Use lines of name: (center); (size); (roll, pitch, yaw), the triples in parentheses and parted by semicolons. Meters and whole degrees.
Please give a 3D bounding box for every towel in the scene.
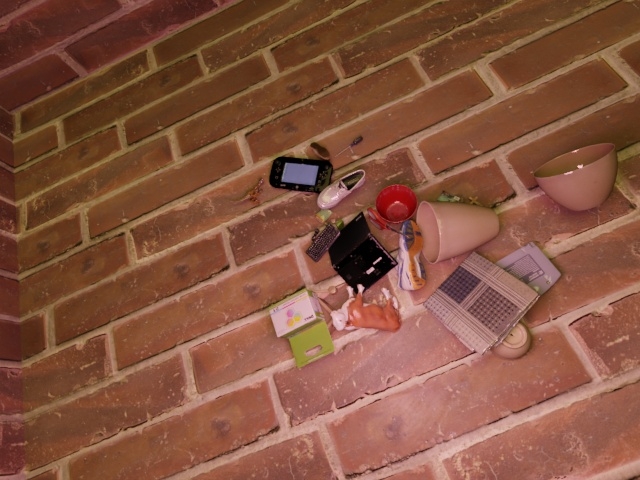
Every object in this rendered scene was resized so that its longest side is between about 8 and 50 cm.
towel: (0.601, 0.235, 1.551); (0.312, 0.056, 0.324); (-47, 42, 2)

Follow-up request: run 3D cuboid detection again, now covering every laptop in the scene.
laptop: (0.173, 0.056, 1.766); (0.264, 0.136, 0.234); (48, 113, 2)

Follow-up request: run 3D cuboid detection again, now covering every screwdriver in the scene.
screwdriver: (0.140, -0.460, 2.026); (0.170, 0.024, 0.025); (-39, 94, 4)

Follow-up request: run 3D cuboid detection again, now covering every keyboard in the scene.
keyboard: (0.000, 0.000, 1.847); (0.108, 0.023, 0.180); (44, 103, 24)

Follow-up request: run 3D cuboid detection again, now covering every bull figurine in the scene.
bull figurine: (0.179, 0.279, 1.631); (0.310, 0.101, 0.189); (11, 69, -17)

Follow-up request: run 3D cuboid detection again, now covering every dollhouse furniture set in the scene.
dollhouse furniture set: (0.039, -0.104, 1.887); (0.151, 0.058, 0.076); (38, 82, 24)

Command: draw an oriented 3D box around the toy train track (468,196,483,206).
toy train track: (0.680, -0.160, 1.773); (0.048, 0.014, 0.083); (-42, 71, -12)

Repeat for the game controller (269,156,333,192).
game controller: (-0.097, -0.322, 2.003); (0.318, 0.067, 0.167); (9, 72, 18)

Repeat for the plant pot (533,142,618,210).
plant pot: (1.020, -0.230, 1.600); (0.284, 0.284, 0.191); (-29, 101, 2)

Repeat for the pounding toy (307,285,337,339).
pounding toy: (0.011, 0.284, 1.716); (0.181, 0.094, 0.206); (40, 92, 29)

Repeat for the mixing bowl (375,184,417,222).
mixing bowl: (0.337, -0.145, 1.806); (0.181, 0.098, 0.182); (-5, 68, 11)

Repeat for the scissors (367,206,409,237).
scissors: (0.291, -0.052, 1.732); (0.021, 0.109, 0.297); (-35, 43, -12)

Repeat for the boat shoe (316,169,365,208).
boat shoe: (0.098, -0.242, 1.894); (0.267, 0.088, 0.096); (-30, 81, -6)

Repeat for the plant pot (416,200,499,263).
plant pot: (0.563, -0.052, 1.655); (0.273, 0.256, 0.257); (-9, 66, -6)

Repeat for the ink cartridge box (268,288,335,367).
ink cartridge box: (-0.074, 0.350, 1.624); (0.188, 0.097, 0.255); (-29, 63, 14)

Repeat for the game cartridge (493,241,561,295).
game cartridge: (0.769, 0.157, 1.605); (0.294, 0.060, 0.196); (-30, 62, 1)

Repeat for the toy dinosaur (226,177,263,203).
toy dinosaur: (-0.353, -0.224, 2.043); (0.211, 0.064, 0.112); (-40, 47, -13)

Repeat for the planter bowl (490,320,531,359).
planter bowl: (0.702, 0.356, 1.512); (0.161, 0.109, 0.162); (-5, 69, 12)

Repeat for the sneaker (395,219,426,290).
sneaker: (0.351, 0.062, 1.701); (0.111, 0.131, 0.297); (12, 68, -28)

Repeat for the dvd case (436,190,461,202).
dvd case: (0.552, -0.156, 1.803); (0.087, 0.013, 0.120); (28, 79, 22)

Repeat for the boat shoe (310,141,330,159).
boat shoe: (0.001, -0.440, 2.036); (0.050, 0.045, 0.135); (-37, 61, -11)
